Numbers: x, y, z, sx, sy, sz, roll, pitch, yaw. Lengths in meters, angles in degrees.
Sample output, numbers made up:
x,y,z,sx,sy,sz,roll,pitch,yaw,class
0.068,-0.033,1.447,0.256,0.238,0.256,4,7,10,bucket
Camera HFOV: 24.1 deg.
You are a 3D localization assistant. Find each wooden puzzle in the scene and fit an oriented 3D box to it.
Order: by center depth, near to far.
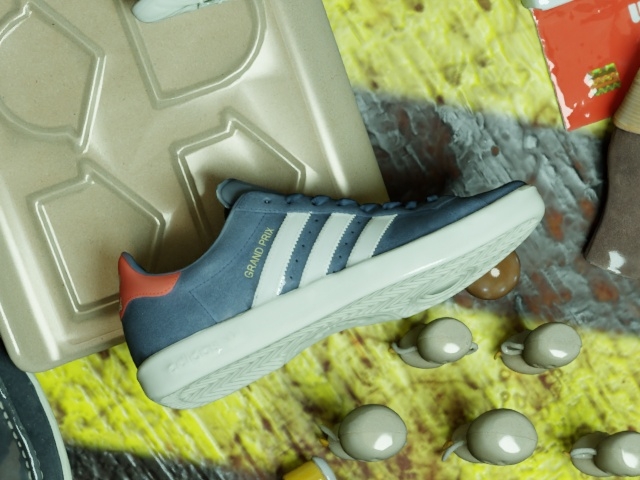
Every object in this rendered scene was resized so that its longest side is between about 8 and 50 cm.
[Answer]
x,y,z,sx,sy,sz,roll,pitch,yaw,class
-0.144,-0.094,1.261,0.347,0.080,0.322,-21,100,-7,wooden puzzle

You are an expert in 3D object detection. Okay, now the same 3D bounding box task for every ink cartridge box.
x,y,z,sx,sy,sz,roll,pitch,yaw,class
0.307,-0.247,1.290,0.275,0.060,0.239,-19,98,-3,ink cartridge box

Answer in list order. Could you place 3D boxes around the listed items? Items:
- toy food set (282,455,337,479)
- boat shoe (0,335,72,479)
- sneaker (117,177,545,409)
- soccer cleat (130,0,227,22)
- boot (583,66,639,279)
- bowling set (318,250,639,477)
x,y,z,sx,sy,sz,roll,pitch,yaw,class
0.068,0.283,1.320,0.104,0.111,0.232,-29,99,-13,toy food set
-0.378,0.072,1.220,0.187,0.156,0.500,-31,101,-2,boat shoe
0.000,0.000,1.188,0.350,0.131,0.148,-22,72,-6,sneaker
-0.057,-0.216,1.189,0.196,0.068,0.076,-32,103,-8,soccer cleat
0.368,-0.056,1.326,0.248,0.090,0.207,8,109,-8,boot
0.151,0.107,1.302,0.287,0.154,0.200,8,79,-6,bowling set
